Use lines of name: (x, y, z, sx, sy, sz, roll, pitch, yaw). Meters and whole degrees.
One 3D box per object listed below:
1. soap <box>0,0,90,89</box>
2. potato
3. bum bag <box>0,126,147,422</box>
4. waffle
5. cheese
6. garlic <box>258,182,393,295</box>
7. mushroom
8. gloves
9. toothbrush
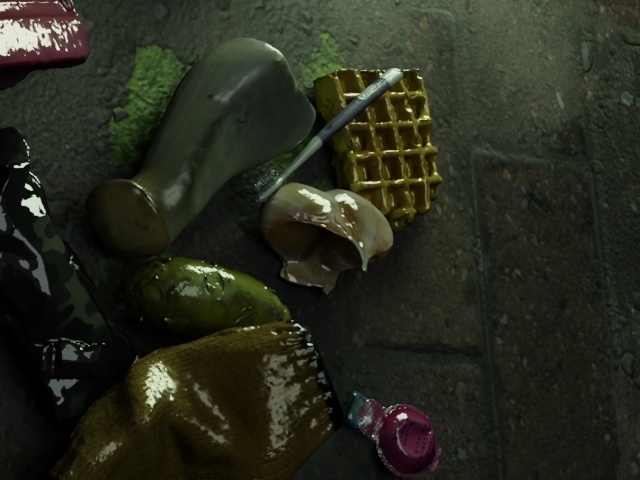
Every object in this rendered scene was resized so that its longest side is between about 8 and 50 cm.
soap: (-0.384, -0.262, 1.549, 0.359, 0.128, 0.233, -24, 97, -70)
potato: (-0.122, 0.073, 1.769, 0.225, 0.117, 0.090, 17, 74, -42)
bum bag: (-0.297, 0.046, 1.651, 0.144, 0.095, 0.340, -45, 115, -45)
waffle: (0.079, -0.114, 2.019, 0.160, 0.055, 0.211, -5, 81, -40)
cheese: (0.090, 0.238, 1.935, 0.145, 0.038, 0.095, 34, 57, -19)
garlic: (0.006, -0.012, 1.906, 0.174, 0.099, 0.124, 20, 59, -30)
mushroom: (-0.133, -0.099, 1.806, 0.159, 0.122, 0.329, 45, 54, -9)
gloves: (-0.141, 0.212, 1.650, 0.356, 0.155, 0.203, -27, 107, -20)
toothbrush: (0.011, -0.135, 1.926, 0.024, 0.026, 0.288, 31, 55, 24)
